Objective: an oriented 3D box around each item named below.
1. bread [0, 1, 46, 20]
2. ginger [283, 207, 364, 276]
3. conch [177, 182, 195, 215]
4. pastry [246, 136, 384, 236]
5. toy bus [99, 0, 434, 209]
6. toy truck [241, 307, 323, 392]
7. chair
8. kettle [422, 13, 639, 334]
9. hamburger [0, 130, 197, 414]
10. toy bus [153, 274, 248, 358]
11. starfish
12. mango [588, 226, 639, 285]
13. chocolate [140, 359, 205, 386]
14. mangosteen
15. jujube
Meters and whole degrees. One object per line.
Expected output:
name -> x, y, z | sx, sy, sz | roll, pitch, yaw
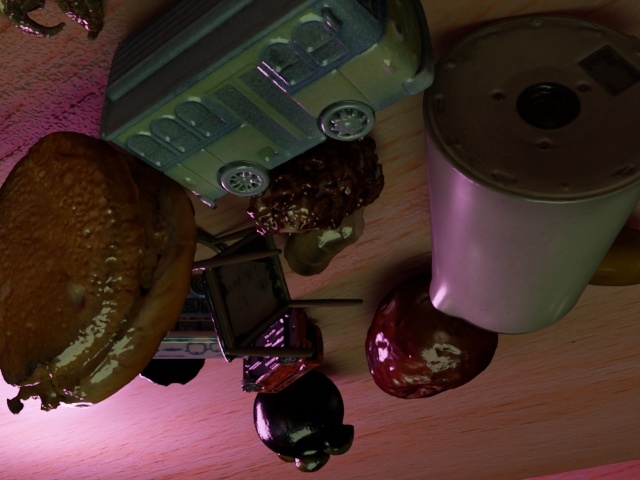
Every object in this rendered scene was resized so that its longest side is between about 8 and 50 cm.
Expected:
bread -> -0.315, -0.264, 0.617 | 0.072, 0.053, 0.106 | -23, 151, -12
ginger -> 0.001, -0.001, 1.019 | 0.095, 0.069, 0.190 | -3, 151, -33
conch -> -0.253, -0.044, 0.911 | 0.173, 0.106, 0.116 | 15, 125, -2
pastry -> 0.002, -0.067, 0.823 | 0.097, 0.208, 0.115 | 10, 113, 34
toy bus -> -0.060, -0.180, 0.671 | 0.312, 0.152, 0.190 | -24, 141, 30
toy truck -> -0.075, 0.229, 1.323 | 0.114, 0.107, 0.253 | 15, 144, -26
chair -> -0.102, 0.066, 0.955 | 0.272, 0.188, 0.166 | -4, 109, 33
kettle -> 0.299, -0.077, 0.821 | 0.361, 0.250, 0.376 | -30, 150, -10
hamburger -> -0.284, 0.037, 0.755 | 0.170, 0.290, 0.314 | 24, 101, -50
toy bus -> -0.267, 0.137, 1.149 | 0.297, 0.131, 0.106 | 1, 146, -8
starfish -> -0.242, -0.265, 0.613 | 0.150, 0.053, 0.209 | -22, 161, -9
mango -> 0.437, 0.029, 1.041 | 0.227, 0.099, 0.136 | -5, -173, -20
chocolate -> -0.312, 0.212, 1.292 | 0.156, 0.156, 0.133 | 14, 170, -24
mangosteen -> -0.041, 0.412, 1.496 | 0.243, 0.243, 0.243 | -2, 146, -1
jujube -> 0.195, 0.188, 1.201 | 0.223, 0.223, 0.318 | 4, 150, -10
